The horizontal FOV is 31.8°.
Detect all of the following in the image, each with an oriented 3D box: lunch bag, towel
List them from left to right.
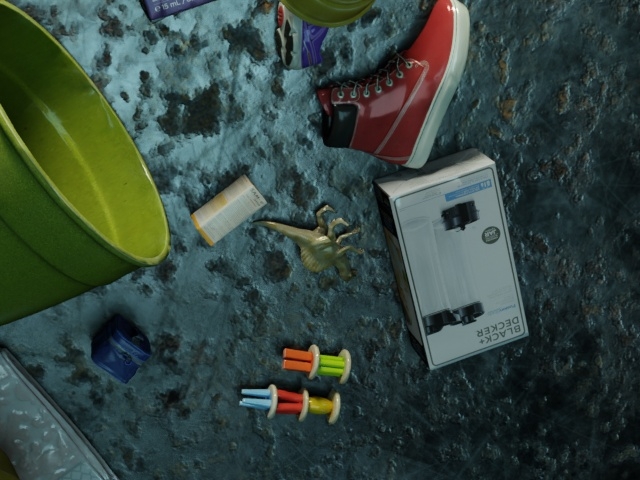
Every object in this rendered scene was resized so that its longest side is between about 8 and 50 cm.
[{"bbox_3d":[-0.495,0.355,1.601,0.332,0.053,0.317,-35,115,-2],"label":"towel"},{"bbox_3d":[-0.275,0.148,1.561,0.067,0.098,0.065,39,93,-19],"label":"lunch bag"}]

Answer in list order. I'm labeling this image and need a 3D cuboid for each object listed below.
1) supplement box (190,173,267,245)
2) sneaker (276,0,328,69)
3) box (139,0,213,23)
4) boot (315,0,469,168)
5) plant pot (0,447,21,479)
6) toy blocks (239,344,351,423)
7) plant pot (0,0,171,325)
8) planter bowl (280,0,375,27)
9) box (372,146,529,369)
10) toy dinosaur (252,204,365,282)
[{"bbox_3d":[-0.127,-0.043,1.553,0.098,0.062,0.036,-38,114,1],"label":"supplement box"},{"bbox_3d":[-0.018,-0.313,1.496,0.071,0.068,0.169,-11,122,-28],"label":"sneaker"},{"bbox_3d":[-0.178,-0.395,1.385,0.153,0.108,0.207,-21,114,-7],"label":"box"},{"bbox_3d":[0.093,-0.229,1.537,0.176,0.088,0.244,13,109,-18],"label":"boot"},{"bbox_3d":[-0.477,0.375,1.453,0.254,0.239,0.254,-6,111,-16],"label":"plant pot"},{"bbox_3d":[-0.040,0.212,1.675,0.148,0.054,0.123,8,108,-18],"label":"toy blocks"},{"bbox_3d":[-0.430,-0.040,1.340,0.353,0.366,0.366,-31,115,10],"label":"plant pot"},{"bbox_3d":[0.032,-0.382,1.411,0.217,0.090,0.217,-2,93,-39],"label":"planter bowl"},{"bbox_3d":[0.195,0.028,1.656,0.169,0.087,0.290,-18,113,-9],"label":"box"},{"bbox_3d":[0.000,0.000,1.610,0.183,0.053,0.092,33,99,-24],"label":"toy dinosaur"}]
